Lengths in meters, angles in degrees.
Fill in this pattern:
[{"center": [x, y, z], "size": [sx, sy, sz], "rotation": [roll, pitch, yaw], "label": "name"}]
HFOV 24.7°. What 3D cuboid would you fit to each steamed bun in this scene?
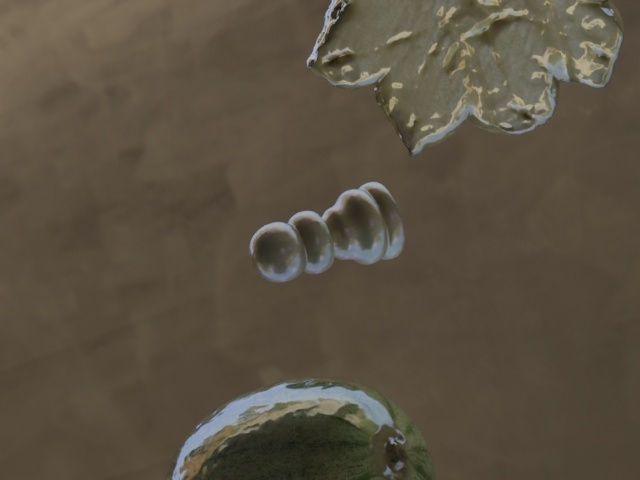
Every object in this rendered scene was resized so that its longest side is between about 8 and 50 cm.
[{"center": [0.121, -0.222, 1.282], "size": [0.292, 0.137, 0.295], "rotation": [12, -66, -2], "label": "steamed bun"}]

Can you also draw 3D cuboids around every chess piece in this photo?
[{"center": [0.000, 0.000, 1.646], "size": [0.170, 0.094, 0.094], "rotation": [-18, -126, -20], "label": "chess piece"}]

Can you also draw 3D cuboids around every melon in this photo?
[{"center": [-0.023, 0.262, 1.467], "size": [0.329, 0.249, 0.248], "rotation": [-36, -130, 49], "label": "melon"}]
